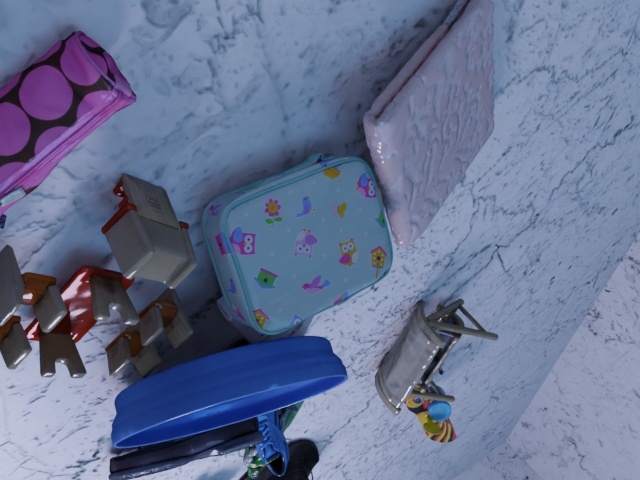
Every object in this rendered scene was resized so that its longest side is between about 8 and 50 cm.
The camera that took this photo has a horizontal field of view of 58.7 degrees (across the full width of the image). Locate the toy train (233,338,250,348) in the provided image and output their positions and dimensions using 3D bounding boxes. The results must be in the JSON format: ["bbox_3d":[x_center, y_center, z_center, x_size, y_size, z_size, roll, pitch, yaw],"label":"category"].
[{"bbox_3d":[-0.099,0.184,1.115,0.158,0.027,0.036,-20,127,-30],"label":"toy train"}]

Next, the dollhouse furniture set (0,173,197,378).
[{"bbox_3d":[-0.286,0.055,0.744,0.259,0.135,0.262,-43,146,17],"label":"dollhouse furniture set"}]

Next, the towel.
[{"bbox_3d":[0.191,-0.188,0.940,0.317,0.053,0.332,-53,149,-18],"label":"towel"}]

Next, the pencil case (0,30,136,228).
[{"bbox_3d":[-0.283,-0.110,0.569,0.209,0.098,0.095,-44,145,-2],"label":"pencil case"}]

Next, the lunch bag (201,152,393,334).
[{"bbox_3d":[-0.027,-0.007,0.861,0.279,0.108,0.224,-25,103,-30],"label":"lunch bag"}]

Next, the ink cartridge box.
[{"bbox_3d":[-0.044,0.091,0.988,0.232,0.066,0.189,-35,144,-6],"label":"ink cartridge box"}]

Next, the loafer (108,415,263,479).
[{"bbox_3d":[-0.264,0.392,1.123,0.303,0.095,0.109,-5,158,-29],"label":"loafer"}]

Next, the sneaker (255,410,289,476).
[{"bbox_3d":[-0.116,0.425,1.241,0.069,0.082,0.209,-19,115,-2],"label":"sneaker"}]

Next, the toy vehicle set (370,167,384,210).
[{"bbox_3d":[0.000,0.000,1.017,0.267,0.035,0.166,-33,144,-16],"label":"toy vehicle set"}]

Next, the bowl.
[{"bbox_3d":[-0.150,0.252,0.953,0.391,0.077,0.391,-16,161,-6],"label":"bowl"}]

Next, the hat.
[{"bbox_3d":[-0.099,0.707,1.554,0.331,0.134,0.331,-26,141,-23],"label":"hat"}]

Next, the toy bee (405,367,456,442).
[{"bbox_3d":[0.316,0.503,1.770,0.162,0.298,0.195,-15,180,4],"label":"toy bee"}]

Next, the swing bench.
[{"bbox_3d":[0.286,0.300,1.506,0.255,0.165,0.253,4,124,-41],"label":"swing bench"}]

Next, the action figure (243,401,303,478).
[{"bbox_3d":[-0.127,0.476,1.350,0.137,0.063,0.232,6,119,-35],"label":"action figure"}]
